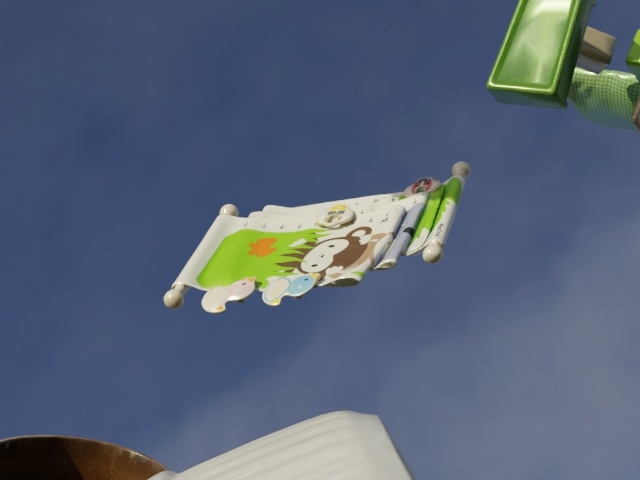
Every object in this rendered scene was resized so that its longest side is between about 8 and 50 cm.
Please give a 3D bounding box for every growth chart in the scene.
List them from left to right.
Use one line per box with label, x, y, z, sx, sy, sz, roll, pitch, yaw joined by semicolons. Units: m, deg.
growth chart;0.000;0.000;1.351;0.237;0.172;0.021;-9;-62;14

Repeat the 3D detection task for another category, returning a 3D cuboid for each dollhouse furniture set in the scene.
dollhouse furniture set;0.141;-0.067;0.846;0.076;0.058;0.152;11;-16;33

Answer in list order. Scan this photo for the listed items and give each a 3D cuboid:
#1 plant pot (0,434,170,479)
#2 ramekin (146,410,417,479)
plant pot;-0.275;0.352;1.785;0.215;0.215;0.230;7;-77;-11
ramekin;0.016;0.167;0.675;0.109;0.207;0.207;-28;-47;0
